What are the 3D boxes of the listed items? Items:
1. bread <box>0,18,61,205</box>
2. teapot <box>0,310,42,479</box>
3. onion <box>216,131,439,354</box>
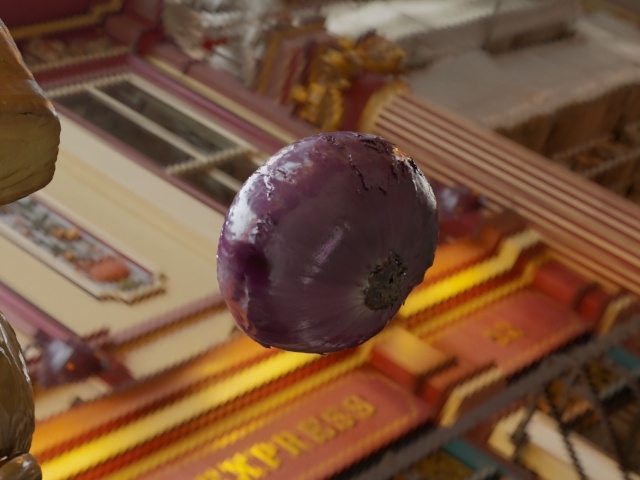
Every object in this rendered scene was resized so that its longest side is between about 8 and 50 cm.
[{"bbox_3d":[-0.308,-0.118,1.145,0.235,0.210,0.099,-4,-36,-48],"label":"bread"},{"bbox_3d":[-0.184,0.104,0.625,0.203,0.167,0.311,-53,-8,-22],"label":"teapot"},{"bbox_3d":[0.000,0.000,0.765,0.115,0.104,0.115,-21,-57,-38],"label":"onion"}]
